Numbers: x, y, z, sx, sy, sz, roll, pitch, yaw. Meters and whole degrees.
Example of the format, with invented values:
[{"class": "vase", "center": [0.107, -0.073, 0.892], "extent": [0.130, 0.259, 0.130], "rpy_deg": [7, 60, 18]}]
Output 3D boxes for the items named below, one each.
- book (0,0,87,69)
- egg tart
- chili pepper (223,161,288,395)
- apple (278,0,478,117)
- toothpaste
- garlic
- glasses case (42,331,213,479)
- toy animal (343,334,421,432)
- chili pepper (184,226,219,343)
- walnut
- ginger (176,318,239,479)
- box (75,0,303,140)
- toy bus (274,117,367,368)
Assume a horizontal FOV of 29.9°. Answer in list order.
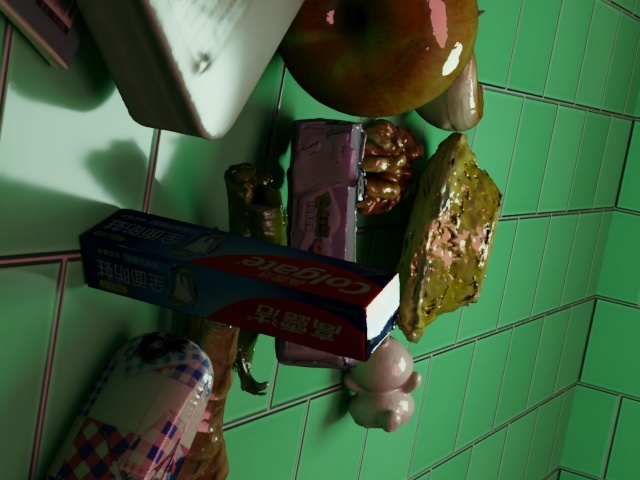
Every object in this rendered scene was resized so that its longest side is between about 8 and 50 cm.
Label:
[{"class": "book", "center": [-0.212, -0.373, 1.037], "extent": [0.379, 0.031, 0.264], "rpy_deg": [-68, 154, -16]}, {"class": "egg tart", "center": [0.208, -0.003, 1.897], "extent": [0.341, 0.132, 0.341], "rpy_deg": [15, 90, -80]}, {"class": "chili pepper", "center": [-0.076, 0.051, 1.427], "extent": [0.076, 0.085, 0.359], "rpy_deg": [-42, 153, -32]}, {"class": "apple", "center": [0.069, -0.270, 1.430], "extent": [0.226, 0.246, 0.246], "rpy_deg": [-34, 132, -65]}, {"class": "toothpaste", "center": [-0.083, 0.039, 1.173], "extent": [0.076, 0.320, 0.066], "rpy_deg": [-43, 138, -51]}, {"class": "garlic", "center": [0.197, -0.231, 1.805], "extent": [0.207, 0.128, 0.115], "rpy_deg": [84, -6, -61]}, {"class": "glasses case", "center": [-0.216, 0.243, 1.229], "extent": [0.076, 0.125, 0.327], "rpy_deg": [52, 56, -48]}, {"class": "toy animal", "center": [0.097, 0.186, 1.867], "extent": [0.124, 0.124, 0.213], "rpy_deg": [-30, 123, -56]}, {"class": "chili pepper", "center": [-0.141, 0.088, 1.402], "extent": [0.043, 0.049, 0.208], "rpy_deg": [0, 105, -41]}, {"class": "walnut", "center": [0.103, -0.107, 1.775], "extent": [0.170, 0.069, 0.143], "rpy_deg": [-17, 120, -58]}, {"class": "ginger", "center": [-0.139, 0.190, 1.384], "extent": [0.148, 0.081, 0.334], "rpy_deg": [-19, 134, -45]}, {"class": "box", "center": [-0.102, -0.349, 1.121], "extent": [0.397, 0.111, 0.396], "rpy_deg": [73, 37, -54]}, {"class": "toy bus", "center": [0.000, 0.000, 1.489], "extent": [0.138, 0.112, 0.317], "rpy_deg": [69, 22, -84]}]
